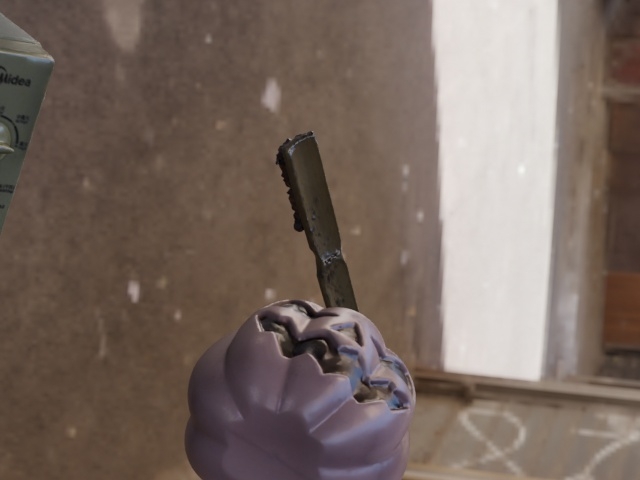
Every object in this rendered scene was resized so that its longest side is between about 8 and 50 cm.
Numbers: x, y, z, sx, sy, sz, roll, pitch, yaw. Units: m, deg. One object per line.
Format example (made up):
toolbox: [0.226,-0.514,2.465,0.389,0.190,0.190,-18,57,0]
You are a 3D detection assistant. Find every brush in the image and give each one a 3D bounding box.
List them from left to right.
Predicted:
brush: [0.000,0.000,1.455,0.043,0.036,0.248,-32,126,-23]

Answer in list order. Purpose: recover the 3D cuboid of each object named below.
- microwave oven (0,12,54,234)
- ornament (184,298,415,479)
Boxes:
microwave oven: [-0.405,-0.089,0.921,0.355,0.286,0.218,3,115,-44]
ornament: [-0.013,0.131,1.088,0.177,0.178,0.177,4,90,-72]
